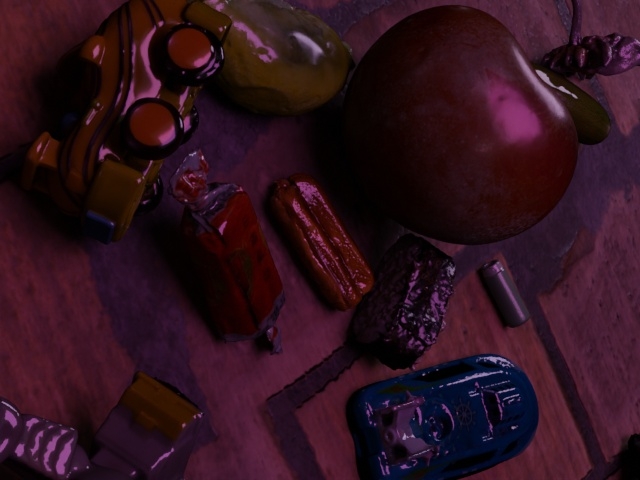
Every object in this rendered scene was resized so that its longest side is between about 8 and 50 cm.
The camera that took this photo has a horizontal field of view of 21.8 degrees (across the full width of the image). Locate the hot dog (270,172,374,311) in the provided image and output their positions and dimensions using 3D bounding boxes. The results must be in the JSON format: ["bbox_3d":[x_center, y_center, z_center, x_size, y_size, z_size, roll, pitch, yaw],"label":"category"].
[{"bbox_3d":[0.000,0.000,1.803,0.071,0.045,0.165,-47,112,-39],"label":"hot dog"}]

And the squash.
[{"bbox_3d":[0.288,-0.181,2.117,0.252,0.066,0.066,22,65,-39],"label":"squash"}]

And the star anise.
[{"bbox_3d":[0.306,-0.312,2.145,0.218,0.148,0.227,-8,98,-2],"label":"star anise"}]

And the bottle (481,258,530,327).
[{"bbox_3d":[0.223,0.064,2.015,0.030,0.030,0.083,-40,107,-42],"label":"bottle"}]

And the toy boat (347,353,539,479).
[{"bbox_3d":[0.166,0.201,1.883,0.299,0.092,0.134,-10,83,-45],"label":"toy boat"}]

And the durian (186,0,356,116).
[{"bbox_3d":[-0.047,-0.204,1.770,0.250,0.101,0.139,21,65,-39],"label":"durian"}]

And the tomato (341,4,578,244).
[{"bbox_3d":[0.141,-0.113,1.825,0.222,0.270,0.270,-35,108,-6],"label":"tomato"}]

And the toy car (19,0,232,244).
[{"bbox_3d":[-0.187,-0.128,1.570,0.142,0.200,0.248,27,67,-4],"label":"toy car"}]

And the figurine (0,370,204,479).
[{"bbox_3d":[-0.198,0.276,1.444,0.342,0.167,0.285,49,39,4],"label":"figurine"}]

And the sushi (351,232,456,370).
[{"bbox_3d":[0.095,0.069,1.847,0.078,0.090,0.150,37,58,-28],"label":"sushi"}]

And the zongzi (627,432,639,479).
[{"bbox_3d":[0.546,0.450,2.109,0.362,0.319,0.384,15,88,-46],"label":"zongzi"}]

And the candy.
[{"bbox_3d":[-0.088,0.021,1.661,0.086,0.059,0.292,-60,145,-38],"label":"candy"}]
